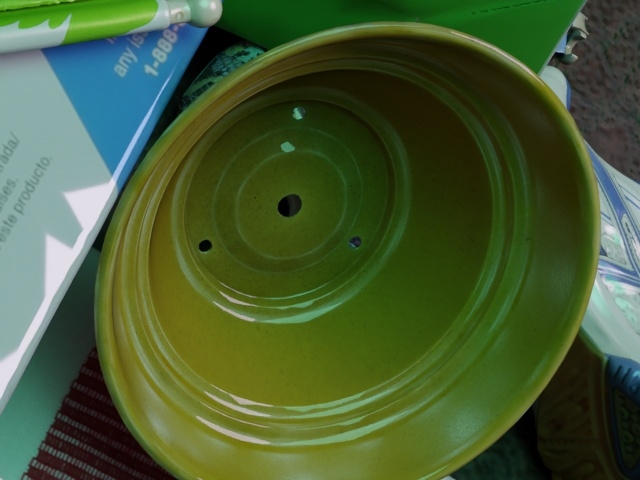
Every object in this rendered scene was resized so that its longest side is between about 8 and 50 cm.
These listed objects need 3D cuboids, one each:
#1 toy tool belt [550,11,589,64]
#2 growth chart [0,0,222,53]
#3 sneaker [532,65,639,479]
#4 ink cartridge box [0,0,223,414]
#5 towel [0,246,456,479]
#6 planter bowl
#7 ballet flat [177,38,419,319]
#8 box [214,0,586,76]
[{"bbox_3d":[0.114,-0.111,1.008,0.052,0.051,0.083,2,70,-29],"label":"toy tool belt"},{"bbox_3d":[-0.153,-0.163,0.695,0.172,0.021,0.237,-19,79,-35],"label":"growth chart"},{"bbox_3d":[0.153,0.041,0.935,0.131,0.112,0.296,-36,91,-35],"label":"sneaker"},{"bbox_3d":[-0.265,-0.099,0.718,0.395,0.166,0.285,34,57,-14],"label":"ink cartridge box"},{"bbox_3d":[-0.022,0.170,0.829,0.329,0.037,0.237,34,57,-14],"label":"towel"},{"bbox_3d":[0.000,0.000,0.810,0.217,0.090,0.217,-9,116,-19],"label":"planter bowl"},{"bbox_3d":[-0.002,-0.004,0.903,0.070,0.070,0.188,-33,87,-35],"label":"ballet flat"},{"bbox_3d":[0.010,-0.206,0.903,0.262,0.127,0.231,25,53,-4],"label":"box"}]
